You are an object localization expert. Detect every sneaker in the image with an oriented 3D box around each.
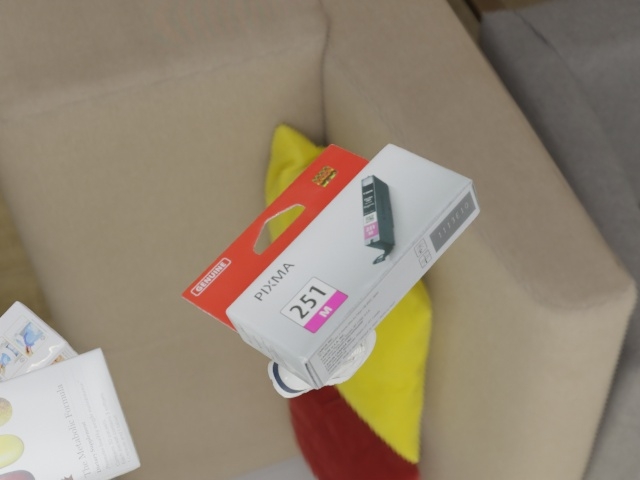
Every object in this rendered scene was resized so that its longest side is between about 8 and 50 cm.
[{"bbox_3d":[0.025,0.176,1.744,0.235,0.090,0.095,-26,168,-49],"label":"sneaker"}]

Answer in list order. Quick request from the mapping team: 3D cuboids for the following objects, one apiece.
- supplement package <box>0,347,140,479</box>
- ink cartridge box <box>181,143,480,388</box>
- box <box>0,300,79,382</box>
[{"bbox_3d":[-0.332,0.224,1.204,0.244,0.139,0.134,-19,174,-12],"label":"supplement package"},{"bbox_3d":[0.000,0.000,1.219,0.275,0.239,0.060,-46,140,-18],"label":"ink cartridge box"},{"bbox_3d":[-0.438,0.205,1.536,0.203,0.103,0.114,-48,160,-15],"label":"box"}]
